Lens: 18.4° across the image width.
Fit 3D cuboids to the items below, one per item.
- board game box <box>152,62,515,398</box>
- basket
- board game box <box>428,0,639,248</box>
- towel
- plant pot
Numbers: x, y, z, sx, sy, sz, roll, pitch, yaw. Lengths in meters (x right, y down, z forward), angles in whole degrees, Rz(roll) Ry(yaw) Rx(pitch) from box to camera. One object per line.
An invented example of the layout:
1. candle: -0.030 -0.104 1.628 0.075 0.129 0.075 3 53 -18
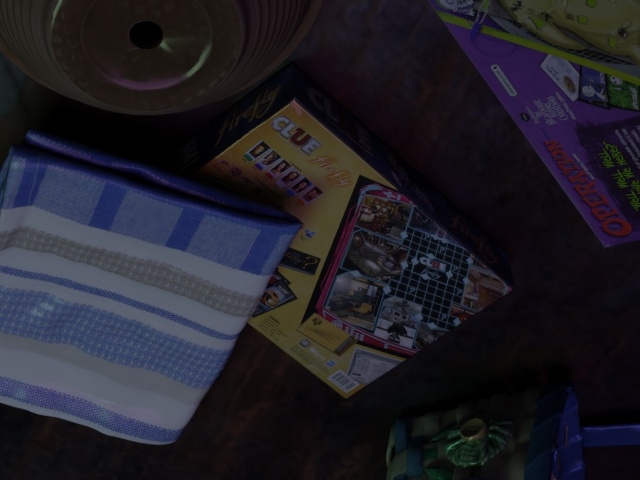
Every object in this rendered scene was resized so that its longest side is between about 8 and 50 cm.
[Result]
1. board game box: 0.000 0.000 1.407 0.165 0.042 0.243 -34 126 23
2. basket: 0.186 0.236 1.493 0.289 0.254 0.201 0 130 10
3. board game box: 0.199 -0.134 1.262 0.208 0.056 0.347 -16 133 29
4. towel: -0.156 0.045 1.399 0.209 0.034 0.285 18 138 -13
5. plant pot: -0.106 -0.156 1.216 0.237 0.109 0.237 -3 132 -3
